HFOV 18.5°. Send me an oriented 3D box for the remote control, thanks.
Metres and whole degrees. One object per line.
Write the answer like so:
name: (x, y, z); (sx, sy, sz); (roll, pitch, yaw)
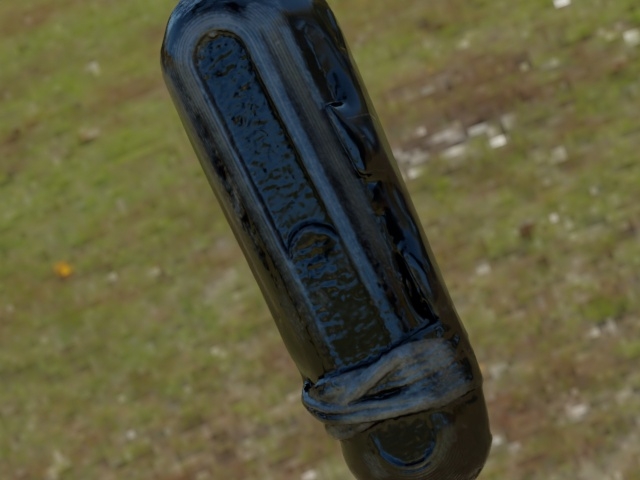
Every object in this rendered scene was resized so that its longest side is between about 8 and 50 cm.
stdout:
remote control: (0.000, 0.000, 0.906); (0.090, 0.266, 0.066); (-26, -6, 28)
